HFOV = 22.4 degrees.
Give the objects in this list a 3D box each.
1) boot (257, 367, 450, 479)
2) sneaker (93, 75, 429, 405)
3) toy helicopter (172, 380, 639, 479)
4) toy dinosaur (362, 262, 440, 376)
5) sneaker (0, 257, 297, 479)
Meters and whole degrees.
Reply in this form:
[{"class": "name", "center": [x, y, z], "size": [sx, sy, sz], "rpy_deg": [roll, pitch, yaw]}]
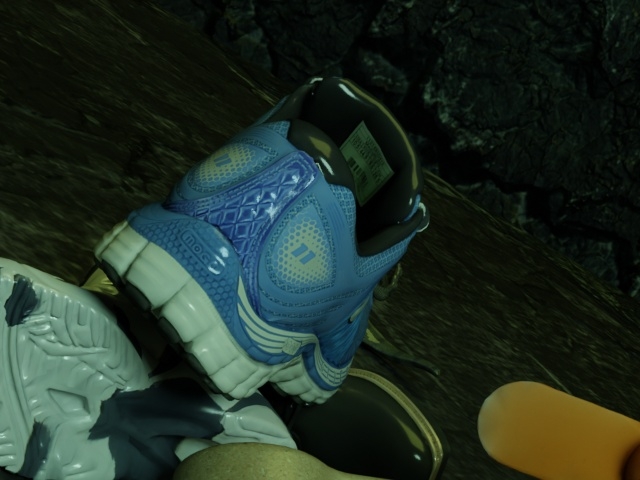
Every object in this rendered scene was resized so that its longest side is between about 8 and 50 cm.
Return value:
[{"class": "boot", "center": [-0.034, 0.101, 0.966], "size": [0.198, 0.077, 0.137], "rpy_deg": [25, 9, 32]}, {"class": "sneaker", "center": [0.000, 0.000, 0.856], "size": [0.130, 0.147, 0.330], "rpy_deg": [48, 5, 5]}, {"class": "toy helicopter", "center": [0.102, 0.150, 0.801], "size": [0.355, 0.235, 0.140], "rpy_deg": [12, 58, -16]}, {"class": "toy dinosaur", "center": [0.006, 0.030, 1.401], "size": [0.268, 0.064, 0.118], "rpy_deg": [38, 18, 12]}, {"class": "sneaker", "center": [-0.128, 0.050, 0.826], "size": [0.235, 0.094, 0.153], "rpy_deg": [25, 12, -37]}]
